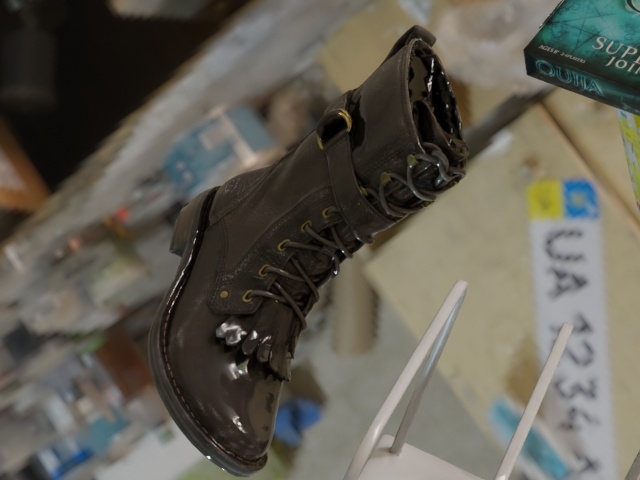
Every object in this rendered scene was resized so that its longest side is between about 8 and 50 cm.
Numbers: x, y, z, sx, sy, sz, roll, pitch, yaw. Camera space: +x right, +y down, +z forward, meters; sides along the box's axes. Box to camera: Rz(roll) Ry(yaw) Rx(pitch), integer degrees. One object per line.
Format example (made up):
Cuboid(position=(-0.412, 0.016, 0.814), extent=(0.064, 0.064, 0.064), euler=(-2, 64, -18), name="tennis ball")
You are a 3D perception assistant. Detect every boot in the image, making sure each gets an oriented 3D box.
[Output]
Cuboid(position=(0.000, 0.000, 1.239), extent=(0.229, 0.263, 0.091), euler=(-34, 130, 31), name="boot")

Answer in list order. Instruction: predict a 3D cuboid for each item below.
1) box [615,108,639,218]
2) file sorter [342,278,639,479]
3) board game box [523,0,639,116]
Cuboid(position=(0.325, -0.072, 1.882), extent=(0.043, 0.179, 0.105), euler=(-12, -167, 1), name="box")
Cuboid(position=(0.142, 0.169, 1.007), extent=(0.193, 0.278, 0.173), euler=(-54, 166, -51), name="file sorter")
Cuboid(position=(0.228, -0.114, 1.116), extent=(0.126, 0.186, 0.026), euler=(-51, 148, -26), name="board game box")
